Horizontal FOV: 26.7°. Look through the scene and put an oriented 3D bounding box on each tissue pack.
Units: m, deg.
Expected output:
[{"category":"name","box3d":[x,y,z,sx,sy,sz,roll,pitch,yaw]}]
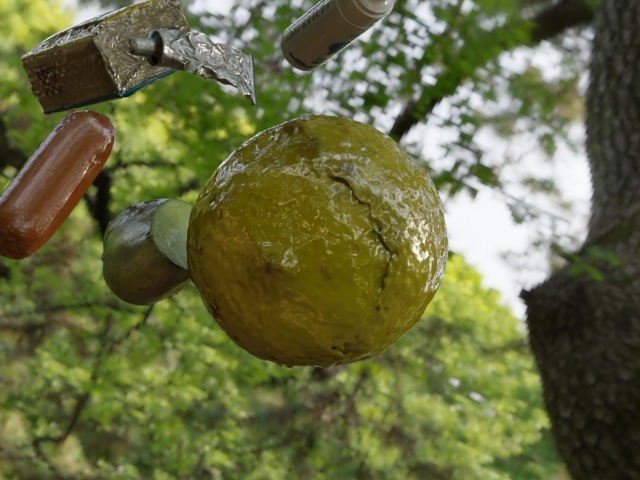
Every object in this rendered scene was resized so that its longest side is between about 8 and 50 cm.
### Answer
[{"category":"tissue pack","box3d":[-0.360,-0.314,2.282,0.271,0.192,0.134,-4,-66,51]}]

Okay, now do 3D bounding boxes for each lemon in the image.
[{"category":"lemon","box3d":[0.000,0.000,1.806,0.350,0.349,0.387,24,13,12]}]

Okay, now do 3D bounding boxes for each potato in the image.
[{"category":"potato","box3d":[-0.243,0.018,2.003,0.141,0.176,0.298,40,-2,-18]}]

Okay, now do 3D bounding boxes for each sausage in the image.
[{"category":"sausage","box3d":[-0.298,-0.066,1.498,0.076,0.197,0.076,27,-23,12]}]

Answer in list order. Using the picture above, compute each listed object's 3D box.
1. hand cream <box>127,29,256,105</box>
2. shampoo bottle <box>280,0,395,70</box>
[{"category":"hand cream","box3d":[-0.176,-0.264,1.963,0.050,0.084,0.257,-21,-21,37]},{"category":"shampoo bottle","box3d":[0.040,-0.380,2.284,0.092,0.092,0.303,30,-27,-20]}]
